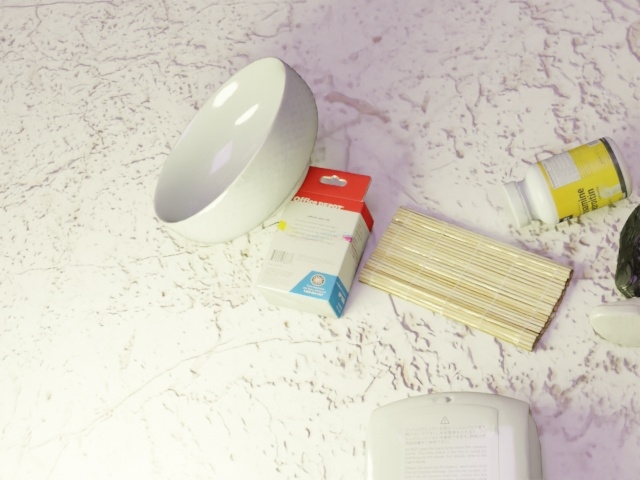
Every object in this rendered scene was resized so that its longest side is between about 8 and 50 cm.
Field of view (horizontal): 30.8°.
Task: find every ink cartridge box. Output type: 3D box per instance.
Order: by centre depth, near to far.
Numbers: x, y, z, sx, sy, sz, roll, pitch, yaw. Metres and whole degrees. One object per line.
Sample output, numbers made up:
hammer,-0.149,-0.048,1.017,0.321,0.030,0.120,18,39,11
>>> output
ink cartridge box,0.000,0.000,1.903,0.134,0.078,0.231,12,67,23

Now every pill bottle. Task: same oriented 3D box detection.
pill bottle,0.384,-0.085,1.817,0.184,0.103,0.103,-21,59,6

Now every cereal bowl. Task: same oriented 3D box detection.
cereal bowl,-0.121,-0.130,1.933,0.339,0.141,0.339,-37,31,27

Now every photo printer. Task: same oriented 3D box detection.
photo printer,0.185,0.363,1.637,0.256,0.107,0.308,-5,61,14

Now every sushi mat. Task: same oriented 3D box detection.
sushi mat,0.227,0.055,1.840,0.316,0.019,0.151,21,70,26

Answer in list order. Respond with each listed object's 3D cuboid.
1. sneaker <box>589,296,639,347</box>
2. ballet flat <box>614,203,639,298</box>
sneaker,0.503,0.100,1.708,0.212,0.080,0.094,1,51,10
ballet flat,0.487,0.013,1.776,0.057,0.049,0.173,-13,49,52
